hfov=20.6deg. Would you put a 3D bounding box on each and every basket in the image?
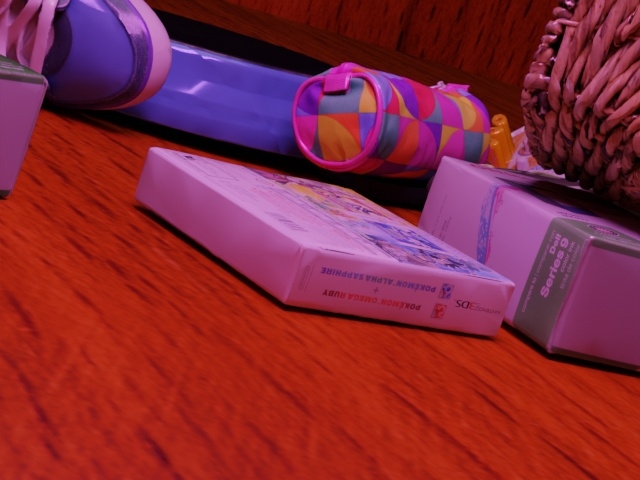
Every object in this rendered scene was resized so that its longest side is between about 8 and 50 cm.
[{"bbox_3d":[0.297,-0.112,1.330,0.223,0.213,0.299,24,5,16],"label":"basket"}]

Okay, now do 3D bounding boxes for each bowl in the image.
[{"bbox_3d":[-0.135,-0.170,1.714,0.391,0.077,0.391,17,9,-3],"label":"bowl"}]

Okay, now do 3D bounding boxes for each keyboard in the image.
[{"bbox_3d":[0.093,-0.041,1.643,0.180,0.023,0.108,6,10,-46],"label":"keyboard"}]

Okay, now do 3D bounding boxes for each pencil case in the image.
[{"bbox_3d":[0.069,-0.105,1.603,0.104,0.104,0.236,24,11,27],"label":"pencil case"}]

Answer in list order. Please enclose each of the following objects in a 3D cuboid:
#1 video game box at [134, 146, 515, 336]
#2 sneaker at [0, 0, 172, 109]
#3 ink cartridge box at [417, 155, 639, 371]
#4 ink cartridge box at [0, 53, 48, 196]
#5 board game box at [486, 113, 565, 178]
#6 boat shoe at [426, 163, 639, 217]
[{"bbox_3d":[0.000,0.000,1.207,0.187,0.048,0.205,8,15,-37],"label":"video game box"},{"bbox_3d":[-0.309,-0.180,1.432,0.322,0.130,0.236,26,21,16],"label":"sneaker"},{"bbox_3d":[0.186,0.019,1.305,0.154,0.093,0.212,13,10,-29],"label":"ink cartridge box"},{"bbox_3d":[-0.304,-0.106,1.112,0.208,0.087,0.153,27,14,32],"label":"ink cartridge box"},{"bbox_3d":[0.388,-0.120,1.826,0.390,0.050,0.390,-28,29,-16],"label":"board game box"},{"bbox_3d":[0.206,-0.023,1.576,0.227,0.081,0.069,12,16,-18],"label":"boat shoe"}]
